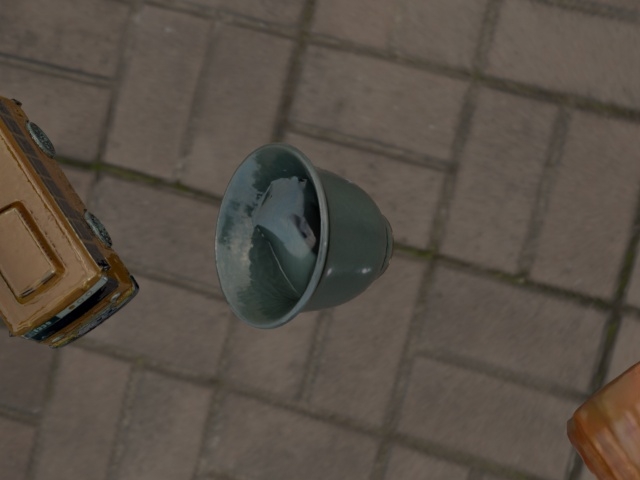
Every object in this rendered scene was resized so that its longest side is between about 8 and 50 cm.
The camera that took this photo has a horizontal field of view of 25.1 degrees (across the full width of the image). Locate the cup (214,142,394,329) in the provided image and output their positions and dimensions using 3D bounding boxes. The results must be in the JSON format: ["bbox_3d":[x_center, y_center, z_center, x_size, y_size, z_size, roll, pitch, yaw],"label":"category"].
[{"bbox_3d":[0.000,0.000,1.569,0.199,0.150,0.199,-9,78,52],"label":"cup"}]

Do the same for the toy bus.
[{"bbox_3d":[-0.244,-0.017,1.171,0.098,0.114,0.201,-35,81,6],"label":"toy bus"}]

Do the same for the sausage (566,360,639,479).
[{"bbox_3d":[0.335,0.187,0.987,0.233,0.233,0.287,-35,72,12],"label":"sausage"}]
